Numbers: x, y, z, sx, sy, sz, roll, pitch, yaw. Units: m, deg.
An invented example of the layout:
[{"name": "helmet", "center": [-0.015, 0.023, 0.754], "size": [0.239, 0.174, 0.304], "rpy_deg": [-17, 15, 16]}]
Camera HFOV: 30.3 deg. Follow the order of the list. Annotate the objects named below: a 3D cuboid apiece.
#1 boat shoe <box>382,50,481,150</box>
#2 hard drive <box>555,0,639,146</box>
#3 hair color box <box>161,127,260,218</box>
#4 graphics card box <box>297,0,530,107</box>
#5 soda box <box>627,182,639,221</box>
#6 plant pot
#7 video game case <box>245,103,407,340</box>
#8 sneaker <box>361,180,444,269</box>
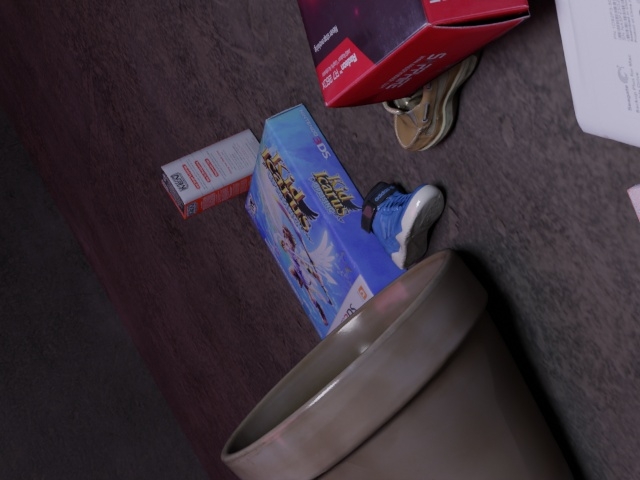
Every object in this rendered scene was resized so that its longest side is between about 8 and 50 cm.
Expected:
[{"name": "boat shoe", "center": [0.089, -0.140, 1.119], "size": [0.068, 0.072, 0.190], "rpy_deg": [57, 158, 21]}, {"name": "hard drive", "center": [0.259, -0.139, 0.747], "size": [0.307, 0.040, 0.203], "rpy_deg": [28, 139, 58]}, {"name": "hair color box", "center": [-0.143, -0.094, 1.645], "size": [0.072, 0.141, 0.043], "rpy_deg": [56, 158, 23]}, {"name": "graphics card box", "center": [0.032, -0.312, 0.945], "size": [0.233, 0.094, 0.371], "rpy_deg": [157, 100, -70]}, {"name": "soda box", "center": [0.290, 0.033, 0.845], "size": [0.183, 0.058, 0.063], "rpy_deg": [66, 160, -5]}, {"name": "plant pot", "center": [0.105, 0.215, 1.225], "size": [0.280, 0.323, 0.323], "rpy_deg": [49, 160, -3]}, {"name": "video game case", "center": [0.000, 0.000, 1.520], "size": [0.269, 0.061, 0.244], "rpy_deg": [59, 158, 17]}, {"name": "sneaker", "center": [0.082, -0.035, 1.278], "size": [0.084, 0.058, 0.152], "rpy_deg": [48, 162, 18]}]
